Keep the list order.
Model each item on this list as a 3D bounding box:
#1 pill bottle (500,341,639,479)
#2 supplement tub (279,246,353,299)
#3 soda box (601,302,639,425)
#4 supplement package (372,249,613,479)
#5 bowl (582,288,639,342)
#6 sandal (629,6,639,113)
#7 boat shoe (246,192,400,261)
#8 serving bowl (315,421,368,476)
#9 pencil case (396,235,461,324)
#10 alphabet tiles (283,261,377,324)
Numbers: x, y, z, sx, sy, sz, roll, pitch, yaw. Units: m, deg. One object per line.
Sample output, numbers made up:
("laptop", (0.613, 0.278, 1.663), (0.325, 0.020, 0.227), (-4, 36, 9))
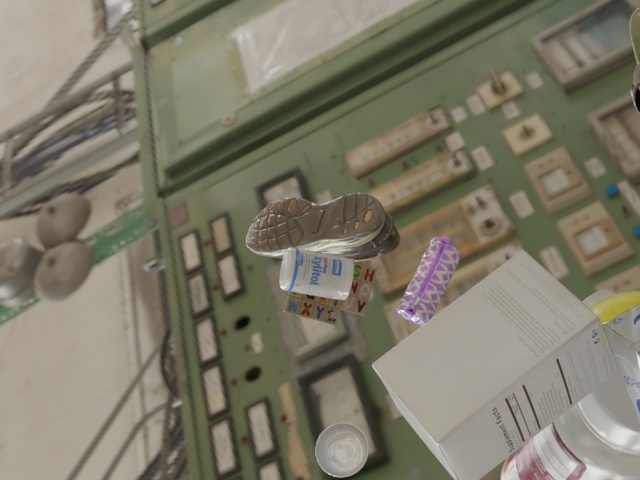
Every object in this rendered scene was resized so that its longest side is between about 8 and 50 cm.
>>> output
("pill bottle", (0.483, 0.358, 1.712), (0.392, 0.224, 0.224), (107, 151, -48))
("supplement tub", (-0.007, 0.053, 1.546), (0.071, 0.107, 0.071), (-171, 90, -80))
("soda box", (0.478, 0.217, 1.299), (0.286, 0.098, 0.091), (64, 175, -24))
("supplement package", (0.260, 0.194, 1.459), (0.177, 0.293, 0.175), (49, 173, 41))
("bowl", (0.616, 0.195, 2.042), (0.156, 0.289, 0.289), (57, -175, 33))
("sandal", (0.535, -0.220, 1.497), (0.086, 0.120, 0.302), (-7, -93, -35))
("boat shoe", (0.000, 0.000, 1.866), (0.130, 0.355, 0.132), (42, -119, -35))
("serving bowl", (0.035, 0.323, 1.489), (0.027, 0.083, 0.083), (58, -172, -62))
("pencil case", (0.243, 0.094, 2.192), (0.086, 0.206, 0.088), (19, 163, 26))
("alphabet tiles", (0.032, 0.096, 2.277), (0.237, 0.198, 0.009), (18, 175, -38))
